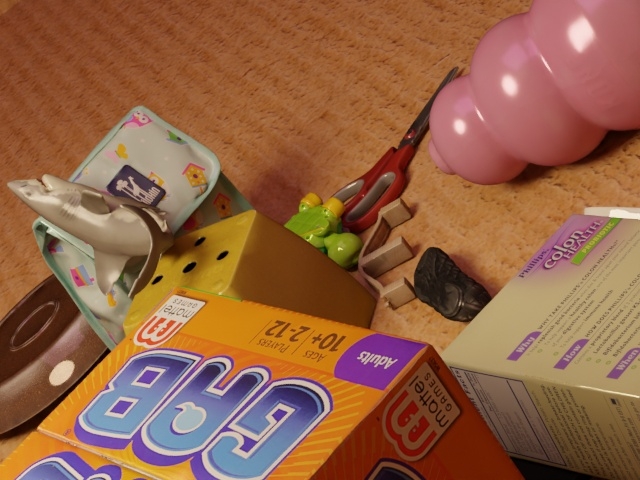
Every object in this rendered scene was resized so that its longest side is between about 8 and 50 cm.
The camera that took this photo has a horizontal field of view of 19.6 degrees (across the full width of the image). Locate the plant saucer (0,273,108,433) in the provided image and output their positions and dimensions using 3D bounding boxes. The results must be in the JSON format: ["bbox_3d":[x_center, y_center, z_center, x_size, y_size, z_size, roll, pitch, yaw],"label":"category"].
[{"bbox_3d":[-0.356,0.123,2.387,0.310,0.050,0.311,-36,22,18],"label":"plant saucer"}]

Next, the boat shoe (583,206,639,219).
[{"bbox_3d":[0.378,0.026,1.716,0.319,0.116,0.099,8,93,45],"label":"boat shoe"}]

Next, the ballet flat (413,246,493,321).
[{"bbox_3d":[0.139,0.052,1.989,0.057,0.049,0.173,-67,20,13],"label":"ballet flat"}]

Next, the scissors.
[{"bbox_3d":[0.112,-0.116,2.300,0.297,0.021,0.109,-47,26,-21],"label":"scissors"}]

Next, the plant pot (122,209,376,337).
[{"bbox_3d":[-0.092,0.093,2.018,0.212,0.187,0.212,-20,31,28],"label":"plant pot"}]

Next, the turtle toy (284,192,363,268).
[{"bbox_3d":[0.000,0.000,2.190,0.095,0.066,0.130,-48,30,-18],"label":"turtle toy"}]

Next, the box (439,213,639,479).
[{"bbox_3d":[0.268,0.092,1.602,0.243,0.117,0.213,7,44,50],"label":"box"}]

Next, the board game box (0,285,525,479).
[{"bbox_3d":[-0.044,0.300,1.448,0.356,0.356,0.356,-47,29,-22],"label":"board game box"}]

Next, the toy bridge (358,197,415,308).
[{"bbox_3d":[0.074,0.021,2.115,0.063,0.026,0.188,-29,28,19],"label":"toy bridge"}]

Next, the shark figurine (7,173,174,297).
[{"bbox_3d":[-0.219,0.009,2.033,0.278,0.166,0.116,22,95,50],"label":"shark figurine"}]

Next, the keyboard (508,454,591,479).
[{"bbox_3d":[0.249,0.175,1.641,0.201,0.033,0.317,5,43,50],"label":"keyboard"}]

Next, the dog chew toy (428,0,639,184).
[{"bbox_3d":[0.260,-0.178,2.039,0.332,0.206,0.207,-34,26,22],"label":"dog chew toy"}]

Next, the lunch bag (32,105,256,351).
[{"bbox_3d":[-0.204,-0.003,2.218,0.160,0.262,0.223,-3,41,48],"label":"lunch bag"}]
